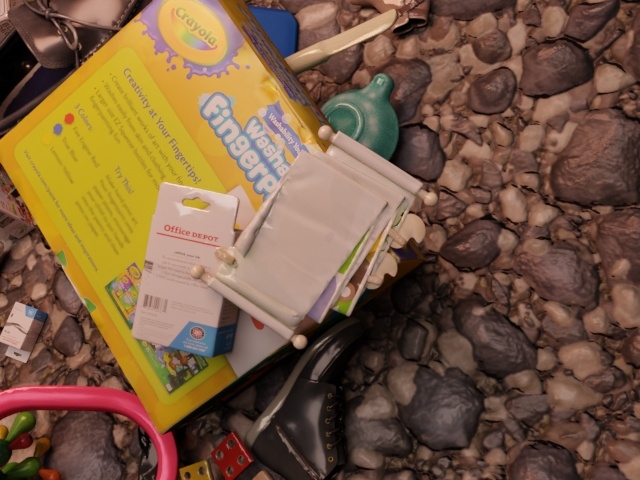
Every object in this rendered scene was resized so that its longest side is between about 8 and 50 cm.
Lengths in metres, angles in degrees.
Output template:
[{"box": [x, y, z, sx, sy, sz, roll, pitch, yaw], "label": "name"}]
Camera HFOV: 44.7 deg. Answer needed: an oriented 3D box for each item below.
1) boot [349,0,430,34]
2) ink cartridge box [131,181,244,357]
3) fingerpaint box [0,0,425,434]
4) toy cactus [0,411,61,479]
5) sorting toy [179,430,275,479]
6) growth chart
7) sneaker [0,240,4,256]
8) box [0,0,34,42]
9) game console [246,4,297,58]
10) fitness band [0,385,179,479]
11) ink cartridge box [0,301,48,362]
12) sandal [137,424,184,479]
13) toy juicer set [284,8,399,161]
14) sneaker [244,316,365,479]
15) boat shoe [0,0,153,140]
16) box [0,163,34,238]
[{"box": [0.106, -0.351, 1.178, 0.118, 0.042, 0.087, -14, 68, 16], "label": "boot"}, {"box": [-0.141, 0.032, 0.882, 0.104, 0.060, 0.180, 12, 93, 17], "label": "ink cartridge box"}, {"box": [-0.148, -0.048, 1.007, 0.371, 0.163, 0.444, -38, 78, 14], "label": "fingerpaint box"}, {"box": [-0.457, 0.342, 1.054, 0.112, 0.180, 0.219, 38, 93, 14], "label": "toy cactus"}, {"box": [-0.068, 0.365, 0.954, 0.132, 0.046, 0.274, -49, 65, 16], "label": "sorting toy"}, {"box": [0.000, 0.000, 0.832, 0.172, 0.021, 0.237, 40, 91, -5], "label": "growth chart"}, {"box": [-0.552, 0.071, 1.265, 0.061, 0.054, 0.152, 30, 89, 18], "label": "sneaker"}, {"box": [-0.682, -0.408, 1.471, 0.290, 0.087, 0.169, -20, 64, 13], "label": "box"}, {"box": [-0.184, -0.223, 1.247, 0.250, 0.173, 0.293, -21, 59, 47], "label": "game console"}, {"box": [-0.328, 0.291, 0.991, 0.291, 0.054, 0.209, 4, 66, -9], "label": "fitness band"}, {"box": [-0.467, 0.143, 1.212, 0.048, 0.028, 0.083, 14, 76, 25], "label": "ink cartridge box"}, {"box": [-0.223, 0.266, 1.067, 0.067, 0.040, 0.179, -6, 69, 19], "label": "sandal"}, {"box": [0.010, -0.153, 1.112, 0.209, 0.089, 0.329, 1, 82, 24], "label": "toy juicer set"}, {"box": [0.013, 0.211, 0.984, 0.118, 0.083, 0.222, 38, 96, 23], "label": "sneaker"}, {"box": [-0.395, -0.320, 1.227, 0.500, 0.156, 0.187, -43, 65, 18], "label": "boat shoe"}, {"box": [-0.552, -0.108, 1.293, 0.036, 0.114, 0.207, -33, 63, 6], "label": "box"}]
